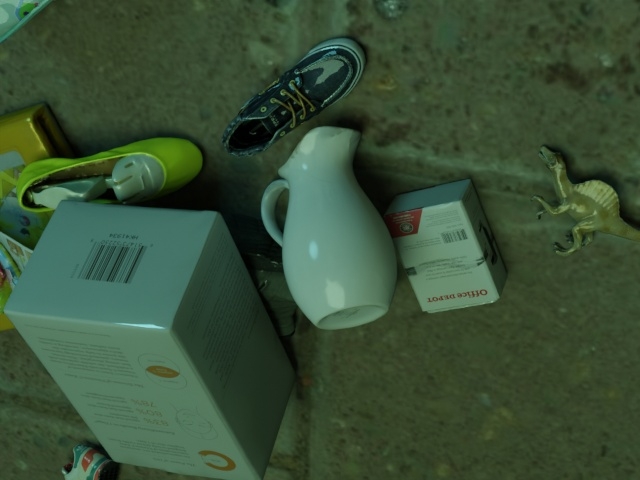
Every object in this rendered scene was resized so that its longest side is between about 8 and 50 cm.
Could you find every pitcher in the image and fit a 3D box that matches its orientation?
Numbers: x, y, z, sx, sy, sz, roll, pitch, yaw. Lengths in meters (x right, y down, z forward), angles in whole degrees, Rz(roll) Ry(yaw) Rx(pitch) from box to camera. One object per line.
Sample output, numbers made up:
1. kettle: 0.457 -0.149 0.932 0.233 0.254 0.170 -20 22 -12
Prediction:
1. pitcher: 0.000 0.000 1.403 0.178 0.125 0.207 -37 59 48

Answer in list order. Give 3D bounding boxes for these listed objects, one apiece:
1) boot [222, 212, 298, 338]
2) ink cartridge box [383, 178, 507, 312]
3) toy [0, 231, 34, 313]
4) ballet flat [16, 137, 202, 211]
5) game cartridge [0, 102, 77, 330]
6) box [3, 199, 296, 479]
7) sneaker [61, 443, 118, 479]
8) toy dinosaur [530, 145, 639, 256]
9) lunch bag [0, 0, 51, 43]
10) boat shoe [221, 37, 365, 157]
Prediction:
1. boot: -0.031 0.063 1.531 0.246 0.083 0.161 18 138 9
2. ink cartridge box: 0.146 0.007 1.424 0.099 0.056 0.135 -11 116 27
3. toy: -0.402 0.051 1.542 0.237 0.056 0.137 21 132 43
4. ballet flat: -0.256 -0.069 1.480 0.231 0.077 0.077 -8 114 7
5. game cartridge: -0.428 -0.013 1.636 0.323 0.053 0.285 -14 115 27
6. box: -0.189 0.128 1.486 0.215 0.168 0.345 5 143 21
7. sneaker: -0.354 0.370 1.861 0.075 0.057 0.161 34 130 19
8. toy dinosaur: 0.296 -0.023 1.349 0.183 0.053 0.092 37 125 -4
9. lunch bag: -0.380 -0.361 1.332 0.224 0.108 0.279 -36 115 19
10. boat shoe: -0.029 -0.152 1.371 0.183 0.083 0.065 -32 106 34
